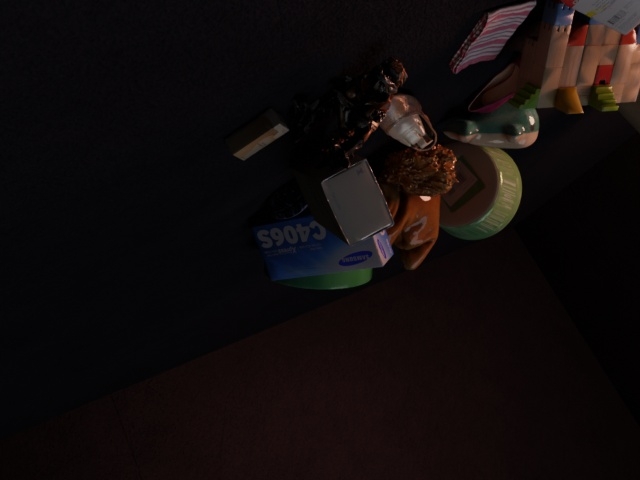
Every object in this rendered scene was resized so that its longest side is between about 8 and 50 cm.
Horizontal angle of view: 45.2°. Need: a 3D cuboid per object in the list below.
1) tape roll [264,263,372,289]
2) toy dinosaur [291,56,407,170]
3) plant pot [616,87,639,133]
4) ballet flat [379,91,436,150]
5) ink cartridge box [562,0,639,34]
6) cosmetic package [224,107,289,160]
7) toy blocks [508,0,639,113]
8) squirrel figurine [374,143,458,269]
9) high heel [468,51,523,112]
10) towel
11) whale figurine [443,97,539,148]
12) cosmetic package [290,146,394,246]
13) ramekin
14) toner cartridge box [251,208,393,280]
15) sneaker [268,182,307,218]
[{"bbox_3d":[-0.005,0.061,2.256,0.321,0.077,0.321,3,-167,-1],"label":"tape roll"},{"bbox_3d":[0.070,-0.249,1.587,0.218,0.164,0.322,-39,156,-28],"label":"toy dinosaur"},{"bbox_3d":[1.138,-0.471,2.545,0.334,0.305,0.334,-28,166,-8],"label":"plant pot"},{"bbox_3d":[0.216,-0.275,1.841,0.108,0.106,0.316,-35,165,21],"label":"ballet flat"},{"bbox_3d":[0.596,-0.537,1.600,0.231,0.078,0.134,17,143,-24],"label":"ink cartridge box"},{"bbox_3d":[-0.126,-0.210,1.529,0.115,0.041,0.060,-33,166,13],"label":"cosmetic package"},{"bbox_3d":[0.625,-0.455,1.794,0.382,0.190,0.260,-7,120,-20],"label":"toy blocks"},{"bbox_3d":[0.187,-0.133,2.101,0.397,0.281,0.370,-49,150,17],"label":"squirrel figurine"},{"bbox_3d":[0.468,-0.402,1.960,0.117,0.082,0.244,-26,175,-21],"label":"high heel"},{"bbox_3d":[0.381,-0.451,1.702,0.144,0.029,0.197,-23,165,-25],"label":"towel"},{"bbox_3d":[0.473,-0.329,2.110,0.272,0.141,0.216,-6,-160,-25],"label":"whale figurine"},{"bbox_3d":[0.040,-0.106,1.712,0.113,0.160,0.309,-27,-164,-7],"label":"cosmetic package"},{"bbox_3d":[0.437,-0.158,2.315,0.303,0.303,0.148,-35,157,24],"label":"ramekin"},{"bbox_3d":[0.000,0.000,1.982,0.348,0.165,0.075,-10,-160,33],"label":"toner cartridge box"},{"bbox_3d":[-0.034,-0.121,1.955,0.221,0.083,0.087,-30,171,14],"label":"sneaker"}]
